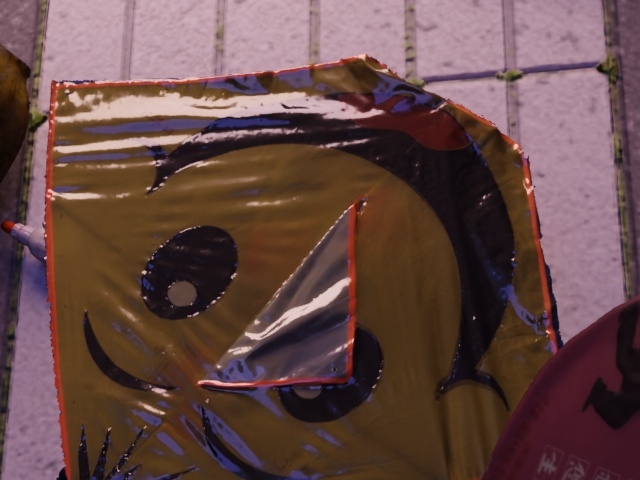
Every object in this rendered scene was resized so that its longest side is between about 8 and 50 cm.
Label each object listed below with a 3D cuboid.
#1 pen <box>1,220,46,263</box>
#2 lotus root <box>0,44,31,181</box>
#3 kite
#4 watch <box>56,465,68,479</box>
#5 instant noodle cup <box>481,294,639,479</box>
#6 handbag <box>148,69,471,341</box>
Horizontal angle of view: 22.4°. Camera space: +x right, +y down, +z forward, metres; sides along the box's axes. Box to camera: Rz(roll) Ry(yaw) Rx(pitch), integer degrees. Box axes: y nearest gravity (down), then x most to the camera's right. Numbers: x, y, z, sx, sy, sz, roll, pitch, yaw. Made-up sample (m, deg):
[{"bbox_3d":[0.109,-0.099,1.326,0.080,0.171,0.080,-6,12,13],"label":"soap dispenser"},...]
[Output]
[{"bbox_3d":[-0.118,0.029,1.040,0.218,0.026,0.026,23,71,21],"label":"pen"},{"bbox_3d":[-0.292,-0.047,1.057,0.241,0.124,0.123,-43,45,-8],"label":"lotus root"},{"bbox_3d":[-0.027,0.027,0.870,0.377,0.013,0.327,33,66,17],"label":"kite"},{"bbox_3d":[-0.079,0.215,0.921,0.206,0.068,0.193,-7,64,11],"label":"watch"},{"bbox_3d":[0.189,0.148,0.642,0.235,0.178,0.234,-41,35,37],"label":"instant noodle cup"},{"bbox_3d":[0.000,0.001,0.959,0.205,0.116,0.179,30,65,17],"label":"handbag"}]
